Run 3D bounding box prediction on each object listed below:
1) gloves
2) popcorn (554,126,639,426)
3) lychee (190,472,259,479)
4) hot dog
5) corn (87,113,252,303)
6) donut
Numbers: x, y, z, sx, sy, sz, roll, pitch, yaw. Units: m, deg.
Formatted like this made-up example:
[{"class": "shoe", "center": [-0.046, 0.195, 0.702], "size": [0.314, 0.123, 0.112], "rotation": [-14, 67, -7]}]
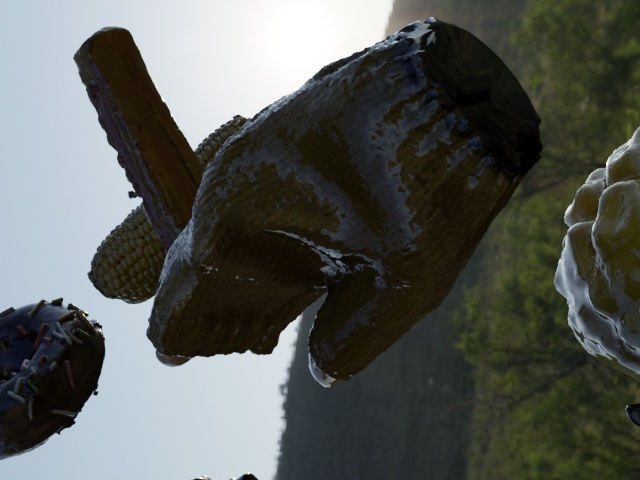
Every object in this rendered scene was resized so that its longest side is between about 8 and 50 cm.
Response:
[{"class": "gloves", "center": [0.007, -0.012, 0.736], "size": [0.356, 0.203, 0.155], "rotation": [-42, 18, 23]}, {"class": "popcorn", "center": [0.382, 0.006, 0.768], "size": [0.381, 0.349, 0.349], "rotation": [-60, -14, -4]}, {"class": "lychee", "center": [-0.088, 0.414, 0.688], "size": [0.424, 0.425, 0.499], "rotation": [-46, -31, -72]}, {"class": "hot dog", "center": [-0.166, -0.085, 0.985], "size": [0.088, 0.061, 0.285], "rotation": [-26, -86, -39]}, {"class": "corn", "center": [-0.173, -0.035, 1.215], "size": [0.293, 0.106, 0.106], "rotation": [-44, -10, 5]}, {"class": "donut", "center": [-0.422, 0.187, 1.328], "size": [0.269, 0.270, 0.103], "rotation": [-73, -34, -46]}]
